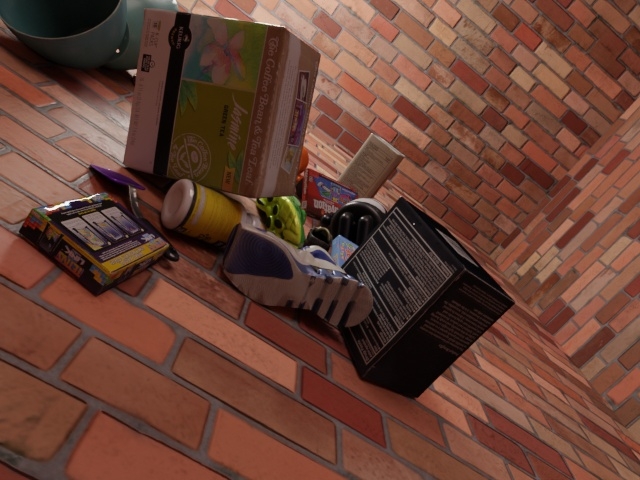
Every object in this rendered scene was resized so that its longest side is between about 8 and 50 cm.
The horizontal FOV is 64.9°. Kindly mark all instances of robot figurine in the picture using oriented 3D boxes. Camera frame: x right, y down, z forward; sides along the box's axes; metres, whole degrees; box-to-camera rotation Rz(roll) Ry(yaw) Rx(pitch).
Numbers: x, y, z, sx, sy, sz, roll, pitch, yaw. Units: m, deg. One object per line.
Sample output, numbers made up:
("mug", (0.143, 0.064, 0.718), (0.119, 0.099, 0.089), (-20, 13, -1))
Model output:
("robot figurine", (0.129, -0.048, 1.584), (0.209, 0.173, 0.278), (48, 18, 4))
("robot figurine", (-0.113, -0.288, 1.786), (0.158, 0.128, 0.219), (26, 16, 5))

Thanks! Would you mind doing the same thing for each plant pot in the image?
("plant pot", (-0.619, -0.549, 1.267), (0.290, 0.290, 0.195), (42, -19, 12))
("plant pot", (-0.594, -0.638, 1.481), (0.293, 0.293, 0.235), (35, 30, -11))

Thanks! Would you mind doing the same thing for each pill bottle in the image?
("pill bottle", (-0.214, -0.045, 1.007), (0.184, 0.103, 0.103), (23, 23, -40))

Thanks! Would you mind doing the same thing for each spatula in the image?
("spatula", (-0.331, -0.057, 0.923), (0.296, 0.030, 0.084), (48, 17, 30))

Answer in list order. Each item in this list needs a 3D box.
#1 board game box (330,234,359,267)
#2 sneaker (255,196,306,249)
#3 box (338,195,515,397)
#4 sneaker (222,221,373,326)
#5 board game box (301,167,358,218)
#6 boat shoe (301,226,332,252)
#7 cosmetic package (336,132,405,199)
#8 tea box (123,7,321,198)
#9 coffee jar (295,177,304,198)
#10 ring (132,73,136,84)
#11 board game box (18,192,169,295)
("board game box", (0.118, 0.098, 1.332), (0.211, 0.039, 0.160), (32, 41, -23))
("sneaker", (-0.082, -0.064, 1.313), (0.124, 0.109, 0.295), (24, 22, -29))
("box", (0.191, 0.117, 1.088), (0.183, 0.294, 0.296), (30, 19, -31))
("sneaker", (-0.057, 0.066, 1.048), (0.316, 0.127, 0.182), (26, 7, -19))
("board game box", (0.037, -0.136, 1.717), (0.027, 0.145, 0.281), (-3, -12, 38))
("boat shoe", (-0.001, -0.001, 1.373), (0.080, 0.073, 0.223), (39, 17, 2))
("cosmetic package", (0.195, -0.278, 2.094), (0.153, 0.296, 0.129), (43, 19, 12))
("tea box", (-0.206, -0.284, 1.083), (0.324, 0.329, 0.220), (14, 10, 16))
("coffee jar", (-0.005, -0.166, 1.778), (0.096, 0.079, 0.184), (47, 19, 25))
("ring", (-0.441, -0.493, 1.656), (0.337, 0.032, 0.336), (18, 27, -10))
("board game box", (-0.330, -0.002, 0.759), (0.141, 0.048, 0.170), (41, 17, 0))
